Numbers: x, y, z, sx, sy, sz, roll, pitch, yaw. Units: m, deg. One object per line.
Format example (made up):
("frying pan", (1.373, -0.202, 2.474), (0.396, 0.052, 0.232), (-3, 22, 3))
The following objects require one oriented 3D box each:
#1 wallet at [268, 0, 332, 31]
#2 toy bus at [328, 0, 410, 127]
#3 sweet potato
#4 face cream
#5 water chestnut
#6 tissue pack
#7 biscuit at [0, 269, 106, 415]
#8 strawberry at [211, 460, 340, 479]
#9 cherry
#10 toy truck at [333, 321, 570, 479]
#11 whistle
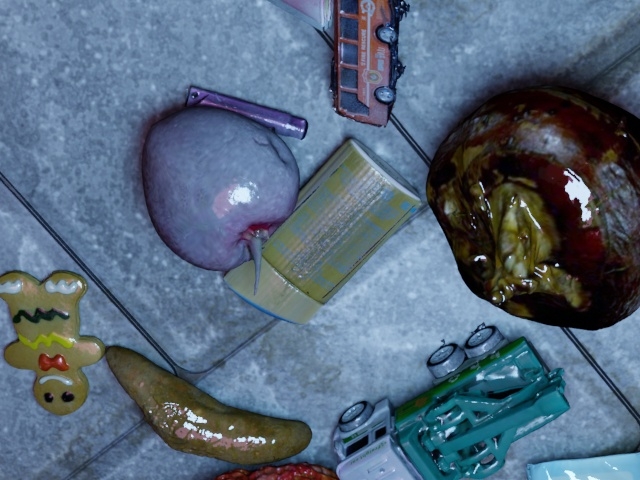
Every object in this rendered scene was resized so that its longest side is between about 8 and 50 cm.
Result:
("wallet", (-0.073, -0.363, 1.436), (0.232, 0.025, 0.119), (35, 144, 30))
("toy bus", (0.063, -0.250, 1.477), (0.097, 0.073, 0.234), (14, 141, 10))
("sweet potato", (-0.184, 0.268, 1.705), (0.342, 0.092, 0.114), (23, 71, -2))
("face cream", (0.000, 0.000, 1.614), (0.139, 0.067, 0.285), (41, 106, -7))
("water chestnut", (0.284, -0.024, 1.444), (0.335, 0.347, 0.335), (28, 141, 26))
("tissue pack", (0.405, 0.450, 1.664), (0.177, 0.089, 0.263), (-7, 80, 8))
("biscuit", (-0.409, 0.158, 1.719), (0.158, 0.035, 0.240), (-5, 107, 9))
("strawberry", (-0.065, 0.451, 1.650), (0.250, 0.288, 0.238), (-17, 102, 5))
("cherry", (-0.134, -0.070, 1.540), (0.213, 0.183, 0.266), (-44, 85, 16))
("toy truck", (0.189, 0.265, 1.629), (0.363, 0.178, 0.176), (-31, 103, 16))
("whistle", (-0.103, -0.177, 1.584), (0.177, 0.033, 0.033), (16, 108, 0))
